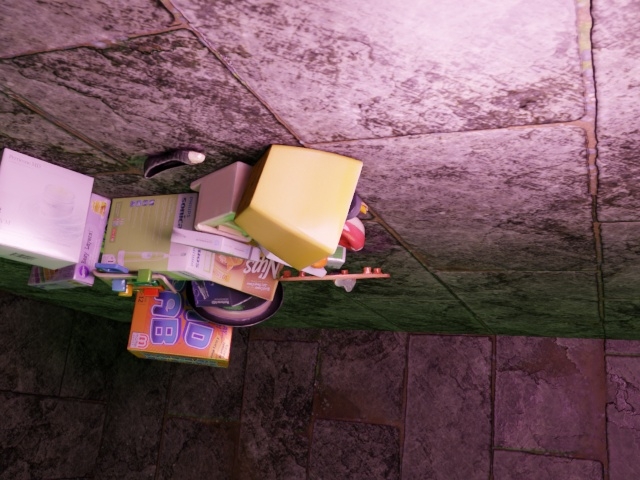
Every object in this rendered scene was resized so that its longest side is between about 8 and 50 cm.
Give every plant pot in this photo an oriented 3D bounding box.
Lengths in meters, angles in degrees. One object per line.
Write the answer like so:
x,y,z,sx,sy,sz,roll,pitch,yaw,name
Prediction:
-0.061,-0.083,1.415,0.187,0.212,0.212,24,160,-15,plant pot

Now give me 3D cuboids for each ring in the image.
0.038,0.100,1.989,0.336,0.032,0.336,-2,177,0,ring

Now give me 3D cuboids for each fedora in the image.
-0.285,0.135,2.261,0.333,0.334,0.153,6,134,-3,fedora

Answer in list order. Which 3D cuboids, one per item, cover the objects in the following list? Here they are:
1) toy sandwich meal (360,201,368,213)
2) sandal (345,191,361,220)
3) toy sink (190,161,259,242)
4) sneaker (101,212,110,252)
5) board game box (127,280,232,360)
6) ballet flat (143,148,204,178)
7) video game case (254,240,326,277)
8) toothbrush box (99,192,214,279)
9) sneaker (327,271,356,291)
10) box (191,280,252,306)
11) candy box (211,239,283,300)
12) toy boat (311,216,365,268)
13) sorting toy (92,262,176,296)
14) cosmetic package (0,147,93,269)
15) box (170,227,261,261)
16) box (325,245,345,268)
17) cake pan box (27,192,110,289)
0.077,-0.077,1.678,0.085,0.029,0.085,5,165,1,toy sandwich meal
-0.023,-0.078,1.620,0.254,0.097,0.054,-15,145,29,sandal
-0.199,-0.078,1.580,0.152,0.131,0.234,18,161,-36,toy sink
-0.609,0.005,2.004,0.384,0.147,0.145,4,167,9,sneaker
-0.500,0.273,2.543,0.356,0.357,0.356,8,164,-6,board game box
-0.316,-0.165,1.457,0.173,0.049,0.057,-6,162,35,ballet flat
-0.107,0.003,1.796,0.227,0.026,0.206,22,-158,-48,video game case
-0.424,-0.005,1.787,0.283,0.206,0.122,-3,163,26,toothbrush box
0.078,0.141,2.466,0.064,0.061,0.158,28,177,31,sneaker
-0.315,0.095,2.079,0.153,0.207,0.108,-5,-171,32,box
-0.232,0.049,1.939,0.087,0.183,0.316,14,172,35,candy box
0.000,0.000,1.758,0.230,0.151,0.151,5,165,1,toy boat
-0.494,0.123,1.795,0.195,0.047,0.348,6,166,-2,sorting toy
-0.691,-0.070,1.609,0.138,0.225,0.224,-13,157,43,cosmetic package
-0.251,0.012,1.642,0.145,0.038,0.186,10,174,24,box
0.019,0.028,1.974,0.101,0.087,0.102,7,164,-7,box
-0.698,0.008,1.861,0.266,0.246,0.070,-6,157,41,cake pan box
